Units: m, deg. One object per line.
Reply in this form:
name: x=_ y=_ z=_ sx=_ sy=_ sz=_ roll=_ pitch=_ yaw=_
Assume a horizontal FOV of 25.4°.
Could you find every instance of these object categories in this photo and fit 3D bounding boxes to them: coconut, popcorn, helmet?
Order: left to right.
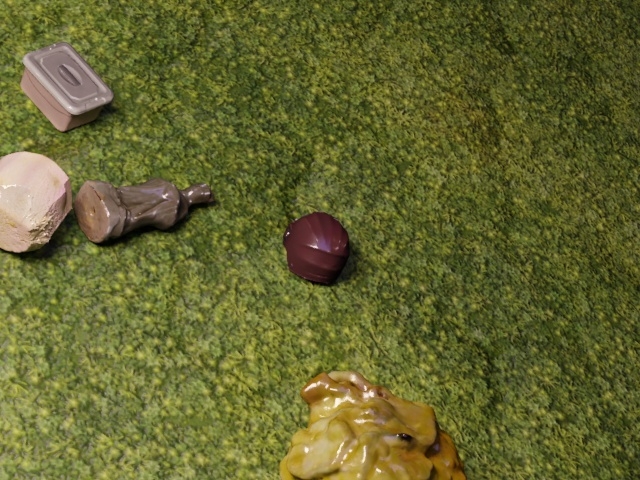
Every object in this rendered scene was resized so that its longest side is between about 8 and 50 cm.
coconut: x=-0.384 y=-0.055 z=1.853 sx=0.116 sy=0.116 sz=0.122 roll=31 pitch=48 yaw=-5
helmet: x=0.000 y=0.000 z=2.071 sx=0.098 sy=0.070 sz=0.123 roll=13 pitch=48 yaw=-21
popcorn: x=0.074 y=0.275 z=1.785 sx=0.233 sy=0.192 sz=0.266 roll=-18 pitch=68 yaw=-42

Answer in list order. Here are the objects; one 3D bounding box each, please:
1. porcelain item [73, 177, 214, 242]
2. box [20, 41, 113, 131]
porcelain item: x=-0.233 y=-0.050 z=1.984 sx=0.216 sy=0.069 sz=0.081 roll=-10 pitch=54 yaw=-43
box: x=-0.368 y=-0.218 z=2.042 sx=0.122 sy=0.062 sz=0.089 roll=47 pitch=44 yaw=14
